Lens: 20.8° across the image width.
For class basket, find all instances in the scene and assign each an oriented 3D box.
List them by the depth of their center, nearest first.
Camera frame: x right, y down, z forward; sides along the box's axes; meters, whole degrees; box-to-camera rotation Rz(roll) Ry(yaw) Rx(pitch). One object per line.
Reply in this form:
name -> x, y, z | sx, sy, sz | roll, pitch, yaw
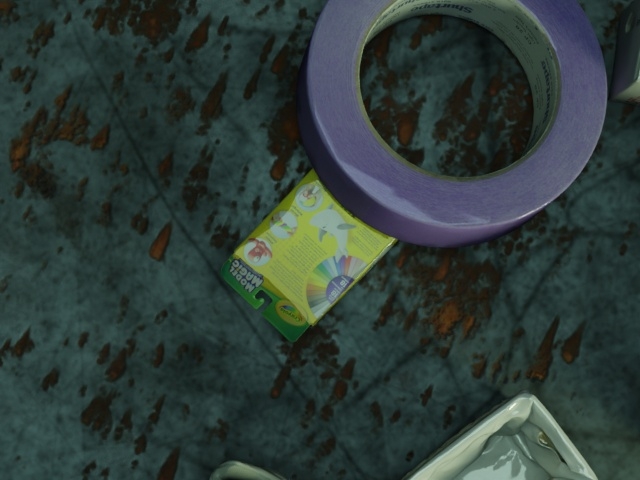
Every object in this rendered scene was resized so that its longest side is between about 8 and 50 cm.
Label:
basket -> 0.152, 0.226, 1.590 | 0.167, 0.103, 0.113 | -37, 87, -2

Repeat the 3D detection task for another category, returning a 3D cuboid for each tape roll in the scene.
tape roll -> 0.118, -0.135, 1.600 | 0.274, 0.090, 0.275 | 1, 79, -7

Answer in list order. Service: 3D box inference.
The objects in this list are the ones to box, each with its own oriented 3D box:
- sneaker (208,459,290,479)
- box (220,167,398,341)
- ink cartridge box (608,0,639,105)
sneaker -> 0.004, 0.300, 1.537 | 0.297, 0.129, 0.111 | 34, 81, 21
box -> 0.000, 0.000, 1.637 | 0.105, 0.043, 0.179 | 44, 84, 3
ink cartridge box -> 0.382, -0.160, 1.593 | 0.212, 0.154, 0.093 | 12, 88, 0
